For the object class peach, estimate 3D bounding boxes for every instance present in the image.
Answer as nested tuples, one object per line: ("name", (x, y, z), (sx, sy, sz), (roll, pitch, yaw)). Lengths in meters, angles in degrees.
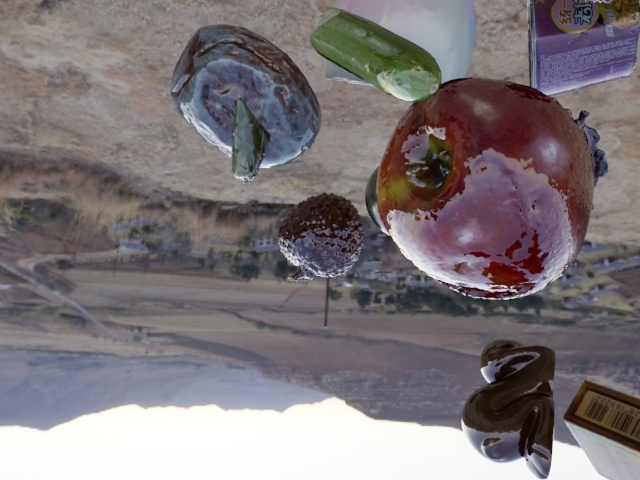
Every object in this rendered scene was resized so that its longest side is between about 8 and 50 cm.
("peach", (0.291, -0.075, 0.825), (0.417, 0.352, 0.339), (9, -178, -45))

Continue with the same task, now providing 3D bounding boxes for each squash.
("squash", (0.063, -0.246, 0.606), (0.069, 0.239, 0.069), (-27, 140, -25))

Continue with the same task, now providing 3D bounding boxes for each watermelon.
("watermelon", (0.216, -0.112, 1.188), (0.212, 0.212, 0.212), (1, 163, 0))

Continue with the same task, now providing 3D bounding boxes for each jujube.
("jujube", (-0.155, -0.297, 0.970), (0.247, 0.215, 0.308), (-33, 117, 18))

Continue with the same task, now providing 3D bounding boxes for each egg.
("egg", (0.196, -0.528, 1.098), (0.355, 0.339, 0.354), (7, -162, -2))

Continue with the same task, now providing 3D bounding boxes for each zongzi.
("zongzi", (-0.134, -0.165, 0.796), (0.055, 0.109, 0.119), (12, 166, 17))

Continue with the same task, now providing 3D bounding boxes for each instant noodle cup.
("instant noodle cup", (0.748, -0.587, 1.353), (0.266, 0.339, 0.340), (-3, 163, 24))

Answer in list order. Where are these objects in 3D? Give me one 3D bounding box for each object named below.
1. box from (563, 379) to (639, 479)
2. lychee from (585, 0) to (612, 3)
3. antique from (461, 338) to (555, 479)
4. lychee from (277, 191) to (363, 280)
("box", (0.529, 0.327, 0.648), (0.193, 0.084, 0.302), (50, 160, -27))
("lychee", (0.663, -0.672, 1.016), (0.305, 0.275, 0.275), (-23, 162, -2))
("antique", (0.340, 0.281, 0.840), (0.144, 0.256, 0.121), (8, 135, 23))
("lychee", (0.000, 0.000, 1.405), (0.264, 0.300, 0.264), (31, -175, -3))
